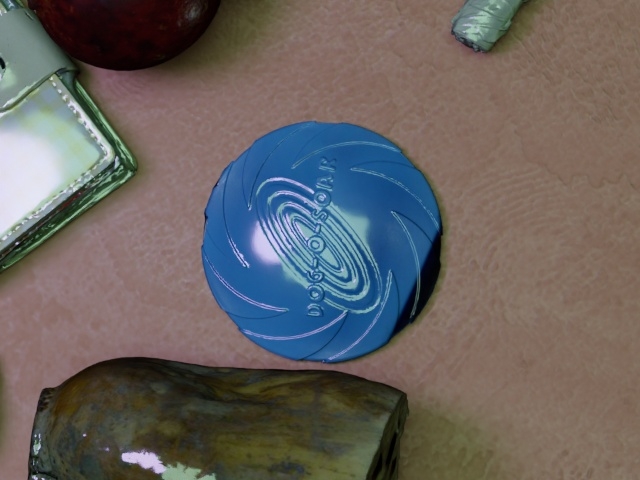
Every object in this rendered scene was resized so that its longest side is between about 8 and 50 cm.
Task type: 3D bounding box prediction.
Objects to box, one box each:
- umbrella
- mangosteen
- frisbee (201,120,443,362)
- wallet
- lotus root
[{"bbox_3d":[0.182,-0.251,1.776,0.067,0.062,0.143,28,88,37],"label":"umbrella"},{"bbox_3d":[-0.161,-0.277,1.739,0.257,0.215,0.215,-16,84,-16],"label":"mangosteen"},{"bbox_3d":[0.000,0.000,1.774,0.242,0.045,0.242,0,86,5],"label":"frisbee"},{"bbox_3d":[-0.354,-0.134,1.803,0.223,0.077,0.309,-37,82,4],"label":"wallet"},{"bbox_3d":[-0.102,0.223,1.668,0.346,0.250,0.250,11,86,6],"label":"lotus root"}]
